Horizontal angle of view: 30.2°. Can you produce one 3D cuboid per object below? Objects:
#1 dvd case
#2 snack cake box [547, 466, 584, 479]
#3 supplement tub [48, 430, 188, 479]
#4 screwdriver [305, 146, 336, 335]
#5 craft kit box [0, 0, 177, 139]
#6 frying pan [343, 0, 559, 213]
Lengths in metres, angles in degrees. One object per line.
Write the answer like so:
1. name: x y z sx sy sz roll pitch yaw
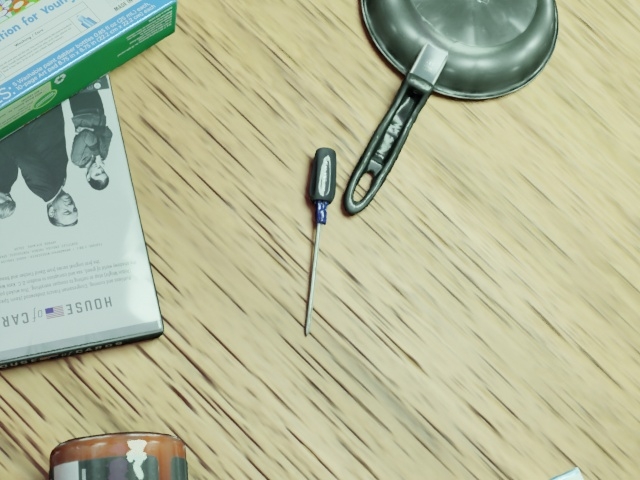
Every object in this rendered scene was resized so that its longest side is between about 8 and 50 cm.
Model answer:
1. dvd case: -0.242 -0.017 0.987 0.179 0.029 0.238 -10 73 -14
2. snack cake box: 0.107 0.299 0.907 0.264 0.089 0.152 -20 74 -16
3. supplement tub: -0.145 0.245 0.871 0.106 0.106 0.198 -2 71 -11
4. screwdriver: 0.000 0.000 1.033 0.025 0.024 0.170 12 73 -37
5. craft kit box: -0.295 -0.213 1.015 0.250 0.061 0.246 -36 77 -22
6. frying pan: 0.089 -0.191 1.102 0.326 0.053 0.197 -37 80 -23
